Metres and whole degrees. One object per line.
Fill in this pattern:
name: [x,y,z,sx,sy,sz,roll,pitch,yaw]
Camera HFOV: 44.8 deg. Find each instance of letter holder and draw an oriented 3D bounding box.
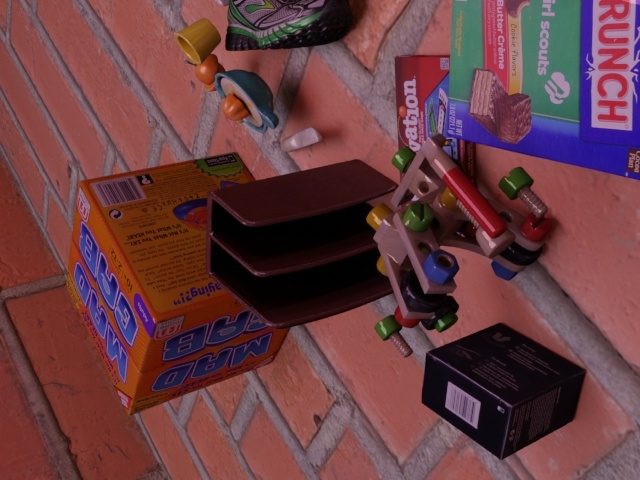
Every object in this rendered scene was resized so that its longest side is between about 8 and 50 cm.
letter holder: [0.000,0.000,1.242,0.214,0.302,0.152,36,131,42]

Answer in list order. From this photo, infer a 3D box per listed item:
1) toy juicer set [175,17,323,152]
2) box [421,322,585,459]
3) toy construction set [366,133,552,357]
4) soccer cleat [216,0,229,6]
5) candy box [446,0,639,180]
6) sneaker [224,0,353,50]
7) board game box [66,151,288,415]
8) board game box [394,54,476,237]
toy juicer set: [-0.140,-0.243,1.442,0.329,0.089,0.209,44,166,7]
box: [0.253,0.205,1.090,0.156,0.158,0.093,31,127,46]
toy construction set: [0.147,-0.045,1.011,0.237,0.257,0.309,54,167,21]
soccer cleat: [-0.199,-0.571,1.395,0.331,0.116,0.143,75,168,-60]
candy box: [0.298,-0.225,0.882,0.317,0.122,0.268,23,121,48]
sneaker: [-0.073,-0.403,1.334,0.343,0.134,0.146,17,116,52]
board game box: [-0.291,0.084,1.646,0.356,0.357,0.356,55,142,26]
board game box: [0.174,-0.138,1.182,0.145,0.027,0.281,17,117,52]
